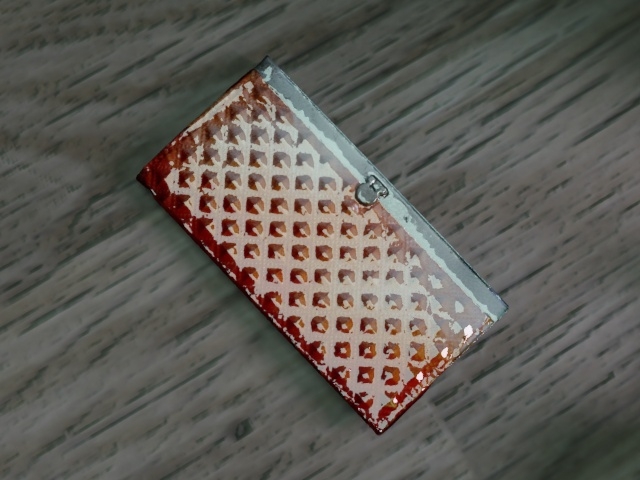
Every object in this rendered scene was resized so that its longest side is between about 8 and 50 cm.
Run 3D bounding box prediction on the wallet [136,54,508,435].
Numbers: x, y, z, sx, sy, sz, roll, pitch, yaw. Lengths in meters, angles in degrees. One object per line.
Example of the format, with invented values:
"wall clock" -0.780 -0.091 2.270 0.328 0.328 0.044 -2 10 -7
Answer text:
"wallet" 0.000 0.000 0.496 0.103 0.020 0.196 -43 84 -8
